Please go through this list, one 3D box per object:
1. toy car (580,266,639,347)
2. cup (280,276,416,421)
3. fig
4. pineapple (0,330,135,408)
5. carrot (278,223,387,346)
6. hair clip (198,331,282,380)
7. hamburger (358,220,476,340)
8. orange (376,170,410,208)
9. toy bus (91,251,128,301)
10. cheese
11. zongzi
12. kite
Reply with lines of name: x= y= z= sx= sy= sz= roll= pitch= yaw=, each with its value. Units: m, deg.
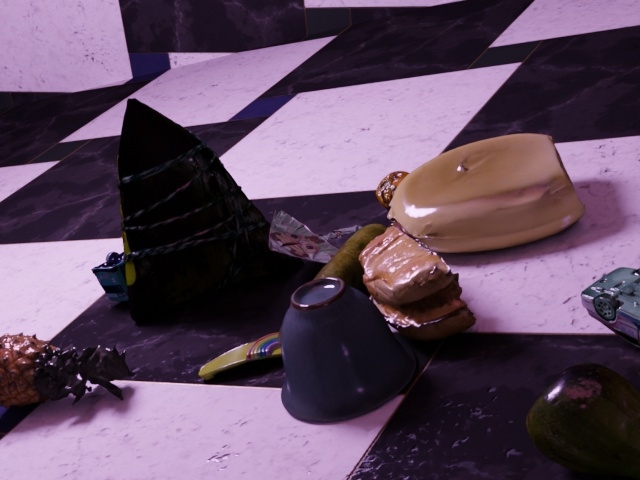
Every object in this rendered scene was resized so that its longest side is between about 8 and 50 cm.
toy car: x=0.432 y=0.100 z=1.348 sx=0.090 sy=0.076 sz=0.224 roll=-29 pitch=33 yaw=-25
cup: x=0.017 y=0.134 z=1.500 sx=0.199 sy=0.150 sz=0.199 roll=-16 pitch=24 yaw=7
fig: x=0.312 y=0.209 z=1.189 sx=0.156 sy=0.123 sz=0.123 roll=40 pitch=53 yaw=19
pineapple: x=-0.422 y=0.206 z=1.726 sx=0.248 sy=0.128 sz=0.128 roll=-3 pitch=28 yaw=25
carrot: x=0.022 y=0.071 z=1.709 sx=0.074 sy=0.074 sz=0.358 roll=-4 pitch=24 yaw=32
hair clip: x=-0.099 y=0.172 z=1.654 sx=0.188 sy=0.033 sz=0.060 roll=-16 pitch=23 yaw=6
hamburger: x=0.136 y=0.073 z=1.600 sx=0.131 sy=0.124 sz=0.262 roll=-37 pitch=20 yaw=-2
orange: x=0.145 y=-0.099 z=2.030 sx=0.086 sy=0.062 sz=0.086 roll=-15 pitch=21 yaw=6
toy bus: x=-0.339 y=0.051 z=2.034 sx=0.079 sy=0.091 sz=0.160 roll=-5 pitch=20 yaw=47
cheese: x=0.263 y=-0.073 z=1.801 sx=0.316 sy=0.128 sz=0.259 roll=-16 pitch=25 yaw=11
zongzi: x=-0.255 y=-0.085 z=1.867 sx=0.319 sy=0.383 sz=0.362 roll=-24 pitch=-12 yaw=-4
kite: x=0.000 y=-0.001 z=1.893 sx=0.229 sy=0.012 sz=0.250 roll=34 pitch=32 yaw=32
